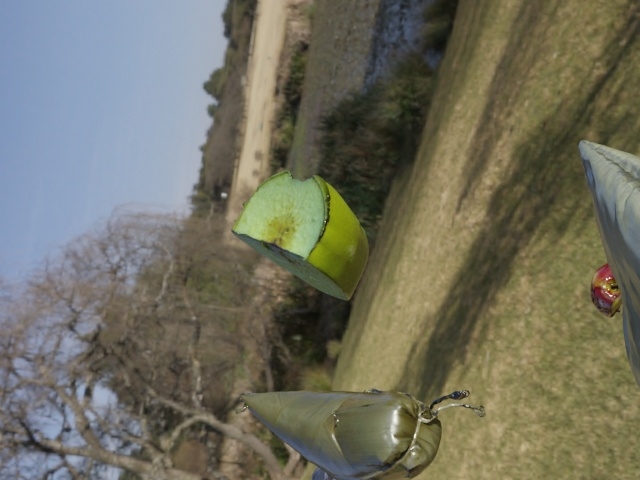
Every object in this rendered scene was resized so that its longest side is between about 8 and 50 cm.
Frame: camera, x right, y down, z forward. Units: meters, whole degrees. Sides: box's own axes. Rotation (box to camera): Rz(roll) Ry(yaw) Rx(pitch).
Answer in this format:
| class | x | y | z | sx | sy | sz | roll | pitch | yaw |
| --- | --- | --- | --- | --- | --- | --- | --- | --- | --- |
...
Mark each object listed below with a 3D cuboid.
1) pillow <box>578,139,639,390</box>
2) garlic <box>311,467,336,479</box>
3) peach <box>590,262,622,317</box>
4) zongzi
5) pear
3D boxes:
| class | x | y | z | sx | sy | sz | roll | pitch | yaw |
| --- | --- | --- | --- | --- | --- | --- | --- | --- | --- |
| pillow | 0.209 | 0.058 | 0.416 | 0.148 | 0.050 | 0.230 | -99 | -14 | -60 |
| garlic | 0.051 | 0.594 | 1.759 | 0.159 | 0.147 | 0.102 | 58 | -145 | -70 |
| peach | 0.381 | 0.060 | 0.951 | 0.083 | 0.050 | 0.077 | 20 | -82 | -60 |
| zongzi | 0.045 | 0.338 | 1.368 | 0.447 | 0.418 | 0.181 | 109 | -175 | -62 |
| pear | 0.000 | 0.000 | 1.428 | 0.159 | 0.292 | 0.292 | -57 | -2 | -12 |
